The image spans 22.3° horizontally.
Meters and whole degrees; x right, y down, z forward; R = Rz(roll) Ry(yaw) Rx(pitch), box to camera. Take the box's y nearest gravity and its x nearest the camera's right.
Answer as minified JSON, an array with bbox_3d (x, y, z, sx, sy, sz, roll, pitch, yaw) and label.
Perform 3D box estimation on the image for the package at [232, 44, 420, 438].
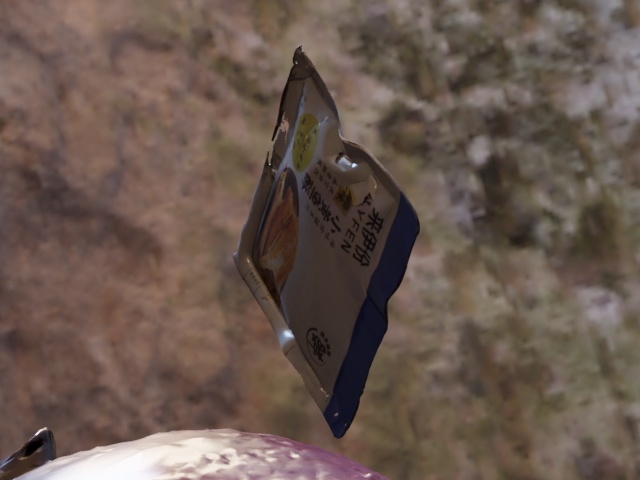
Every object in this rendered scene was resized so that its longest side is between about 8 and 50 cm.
[{"bbox_3d":[0.000,0.000,0.959,0.173,0.027,0.171,59,141,44],"label":"package"}]

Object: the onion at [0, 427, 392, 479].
[{"bbox_3d":[-0.091,0.208,0.492,0.385,0.348,0.347,22,-141,-34],"label":"onion"}]
